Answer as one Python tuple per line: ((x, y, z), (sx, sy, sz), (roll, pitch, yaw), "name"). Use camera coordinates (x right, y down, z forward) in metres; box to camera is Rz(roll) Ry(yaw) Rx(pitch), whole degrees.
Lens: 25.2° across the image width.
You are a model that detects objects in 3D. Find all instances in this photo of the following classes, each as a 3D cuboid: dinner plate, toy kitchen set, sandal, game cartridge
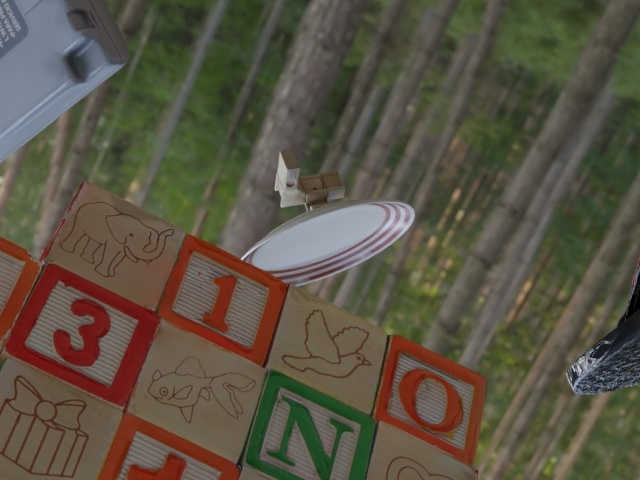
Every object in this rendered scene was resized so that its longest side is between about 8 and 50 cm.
((0.000, 0.000, 1.027), (0.141, 0.141, 0.017), (0, -119, -48), "dinner plate")
((-0.006, -0.069, 1.794), (0.083, 0.075, 0.068), (-10, -127, -15), "toy kitchen set")
((0.172, 0.003, 0.623), (0.067, 0.179, 0.040), (7, -138, -48), "sandal")
((-0.278, -0.197, 1.023), (0.062, 0.198, 0.297), (-13, -108, -60), "game cartridge")

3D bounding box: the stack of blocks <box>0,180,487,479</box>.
((-0.100, 0.069, 0.483), (0.297, 0.087, 0.171), (26, -136, -10), "stack of blocks")
